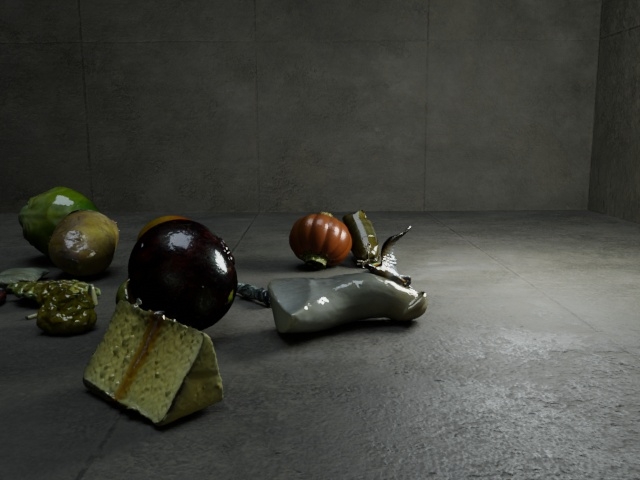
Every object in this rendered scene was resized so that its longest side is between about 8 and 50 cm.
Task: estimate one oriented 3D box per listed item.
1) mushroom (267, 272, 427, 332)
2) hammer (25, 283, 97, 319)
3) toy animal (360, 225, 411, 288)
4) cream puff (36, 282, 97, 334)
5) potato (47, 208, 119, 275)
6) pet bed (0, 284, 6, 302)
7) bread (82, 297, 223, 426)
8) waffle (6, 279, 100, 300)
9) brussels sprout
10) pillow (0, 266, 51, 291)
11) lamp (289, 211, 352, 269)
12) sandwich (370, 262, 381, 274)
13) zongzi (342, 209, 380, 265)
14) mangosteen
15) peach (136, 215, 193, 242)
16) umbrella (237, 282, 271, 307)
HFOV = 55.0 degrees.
[{"bbox_3d":[0.073,0.151,1.497,0.397,0.126,0.177,-5,21,-26],"label":"mushroom"},{"bbox_3d":[-0.688,0.168,1.637,0.028,0.060,0.195,9,17,40],"label":"hammer"},{"bbox_3d":[0.190,0.085,1.798,0.160,0.272,0.197,40,15,12],"label":"toy animal"},{"bbox_3d":[-0.616,0.160,1.492,0.146,0.116,0.146,-3,7,0],"label":"cream puff"},{"bbox_3d":[-0.796,0.024,2.055,0.229,0.229,0.266,-3,14,-15],"label":"potato"},{"bbox_3d":[-0.977,0.156,1.706,0.201,0.053,0.201,-1,9,0],"label":"pet bed"},{"bbox_3d":[-0.297,0.228,1.096,0.266,0.142,0.178,11,55,42],"label":"bread"},{"bbox_3d":[-0.762,0.143,1.762,0.208,0.054,0.214,4,4,39],"label":"waffle"},{"bbox_3d":[-0.962,-0.045,2.296,0.344,0.344,0.268,5,45,30],"label":"brussels sprout"},{"bbox_3d":[-0.952,0.119,1.929,0.148,0.050,0.230,3,6,-9],"label":"pillow"},{"bbox_3d":[0.000,0.000,2.147,0.223,0.196,0.223,11,-26,5],"label":"lamp"},{"bbox_3d":[0.198,0.097,2.086,0.069,0.026,0.101,5,13,4],"label":"sandwich"},{"bbox_3d":[0.169,0.049,2.266,0.111,0.241,0.247,-19,48,2],"label":"zongzi"},{"bbox_3d":[-0.339,0.093,1.461,0.288,0.288,0.288,0,10,0],"label":"mangosteen"},{"bbox_3d":[-0.477,0.025,2.007,0.231,0.231,0.231,0,10,0],"label":"peach"},{"bbox_3d":[-0.186,0.146,1.738,0.188,0.046,0.050,12,-27,51],"label":"umbrella"}]
